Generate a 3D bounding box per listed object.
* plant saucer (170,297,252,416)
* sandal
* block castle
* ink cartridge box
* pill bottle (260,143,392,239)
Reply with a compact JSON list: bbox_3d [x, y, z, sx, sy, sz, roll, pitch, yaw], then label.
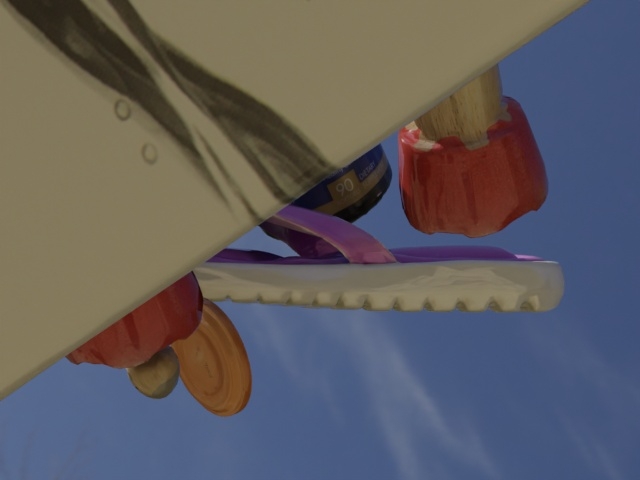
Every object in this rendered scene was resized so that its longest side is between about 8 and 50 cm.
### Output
[{"bbox_3d":[-0.076,0.078,1.279,0.083,0.013,0.083,31,-48,42],"label":"plant saucer"},{"bbox_3d":[-0.008,0.000,1.455,0.169,0.416,0.102,-2,-95,61],"label":"sandal"},{"bbox_3d":[-0.080,-0.108,1.212,0.303,0.453,0.213,-20,-58,-10],"label":"block castle"},{"bbox_3d":[-0.041,-0.073,0.473,0.307,0.223,0.129,-33,-82,19],"label":"ink cartridge box"},{"bbox_3d":[-0.036,-0.119,1.554,0.122,0.123,0.219,-9,-60,31],"label":"pill bottle"}]
